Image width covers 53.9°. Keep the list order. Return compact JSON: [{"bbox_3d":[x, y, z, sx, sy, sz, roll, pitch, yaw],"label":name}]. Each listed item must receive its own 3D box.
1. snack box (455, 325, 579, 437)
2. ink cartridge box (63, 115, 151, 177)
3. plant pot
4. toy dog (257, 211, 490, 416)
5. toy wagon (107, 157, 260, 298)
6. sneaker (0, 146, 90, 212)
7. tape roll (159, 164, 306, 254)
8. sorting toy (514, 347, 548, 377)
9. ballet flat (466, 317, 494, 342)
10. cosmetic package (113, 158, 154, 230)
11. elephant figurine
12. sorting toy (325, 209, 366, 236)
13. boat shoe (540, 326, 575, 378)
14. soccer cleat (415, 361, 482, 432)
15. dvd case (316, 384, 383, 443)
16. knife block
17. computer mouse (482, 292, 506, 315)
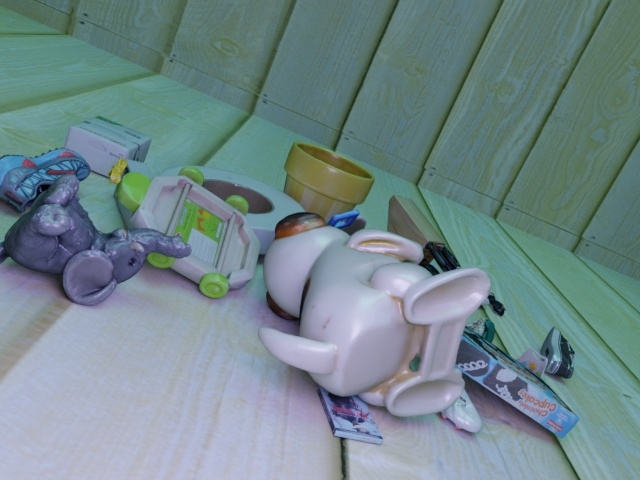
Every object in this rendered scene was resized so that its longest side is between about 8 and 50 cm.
[{"bbox_3d":[0.365,0.265,1.308,0.322,0.060,0.187,35,9,-13],"label":"snack box"},{"bbox_3d":[-0.562,-0.248,1.669,0.160,0.092,0.219,22,17,-6],"label":"ink cartridge box"},{"bbox_3d":[-0.005,-0.127,1.814,0.254,0.239,0.254,22,18,-7],"label":"plant pot"},{"bbox_3d":[0.039,0.117,1.161,0.395,0.284,0.408,-14,30,-22],"label":"toy dog"},{"bbox_3d":[-0.276,-0.040,1.269,0.344,0.068,0.267,33,36,-21],"label":"toy wagon"},{"bbox_3d":[-0.560,-0.109,1.302,0.125,0.104,0.262,44,24,5],"label":"sneaker"},{"bbox_3d":[-0.224,-0.085,1.597,0.392,0.072,0.392,17,20,-6],"label":"tape roll"},{"bbox_3d":[0.506,0.300,1.508,0.045,0.075,0.083,5,26,-47],"label":"sorting toy"},{"bbox_3d":[0.368,0.233,1.524,0.077,0.091,0.241,7,6,23],"label":"ballet flat"},{"bbox_3d":[-0.408,-0.093,1.413,0.060,0.099,0.239,11,21,-31],"label":"cosmetic package"},{"bbox_3d":[-0.375,0.022,1.042,0.239,0.186,0.169,44,44,-27],"label":"elephant figurine"},{"bbox_3d":[0.000,0.000,1.458,0.347,0.196,0.047,100,-32,-70],"label":"sorting toy"},{"bbox_3d":[0.639,0.305,1.689,0.070,0.077,0.219,26,25,8],"label":"boat shoe"},{"bbox_3d":[0.246,0.284,1.203,0.068,0.076,0.196,14,20,-31],"label":"soccer cleat"},{"bbox_3d":[0.046,0.285,1.038,0.087,0.013,0.119,18,19,-21],"label":"dvd case"},{"bbox_3d":[0.314,-0.003,1.895,0.088,0.275,0.242,9,-7,-42],"label":"knife block"},{"bbox_3d":[0.472,0.174,1.907,0.193,0.042,0.106,22,21,-28],"label":"computer mouse"}]
